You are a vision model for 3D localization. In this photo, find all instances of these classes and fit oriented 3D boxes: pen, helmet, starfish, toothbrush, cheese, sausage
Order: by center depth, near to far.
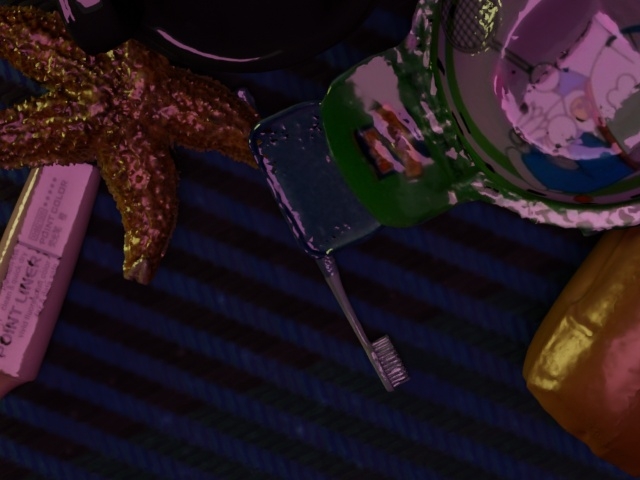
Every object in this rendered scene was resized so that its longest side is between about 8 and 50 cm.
[{"bbox_3d":[-0.053,-0.188,0.978,0.189,0.193,0.216,-15,137,14],"label":"helmet"},{"bbox_3d":[0.112,-0.085,1.021,0.320,0.083,0.204,-24,103,16],"label":"cheese"},{"bbox_3d":[0.264,-0.022,1.067,0.134,0.116,0.354,38,97,5],"label":"sausage"},{"bbox_3d":[-0.131,-0.094,1.078,0.227,0.043,0.241,3,90,-7],"label":"starfish"},{"bbox_3d":[0.000,0.000,1.123,0.019,0.016,0.220,-28,100,3],"label":"toothbrush"},{"bbox_3d":[-0.190,0.036,1.126,0.053,0.032,0.197,20,100,-4],"label":"pen"}]
